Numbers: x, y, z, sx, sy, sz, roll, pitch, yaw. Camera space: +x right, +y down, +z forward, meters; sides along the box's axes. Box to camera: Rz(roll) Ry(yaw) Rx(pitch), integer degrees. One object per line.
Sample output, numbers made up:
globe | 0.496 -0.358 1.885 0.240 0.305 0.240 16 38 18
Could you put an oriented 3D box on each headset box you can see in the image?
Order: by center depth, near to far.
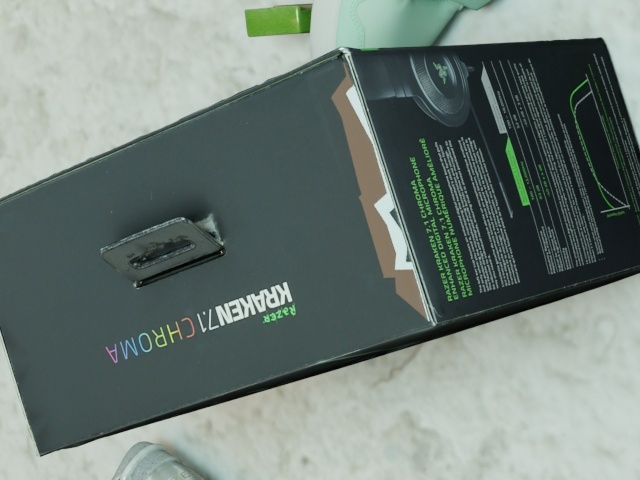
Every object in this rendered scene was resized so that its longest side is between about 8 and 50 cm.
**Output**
headset box | 0.000 0.000 0.983 0.246 0.283 0.131 -20 85 34

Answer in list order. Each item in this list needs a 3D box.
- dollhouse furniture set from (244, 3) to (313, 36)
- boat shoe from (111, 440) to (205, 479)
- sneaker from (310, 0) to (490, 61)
dollhouse furniture set | -0.019 -0.193 1.105 0.076 0.058 0.152 1 97 33
boat shoe | -0.143 0.281 1.219 0.103 0.118 0.320 37 111 31
sneaker | 0.100 -0.150 1.006 0.151 0.094 0.256 44 115 28
